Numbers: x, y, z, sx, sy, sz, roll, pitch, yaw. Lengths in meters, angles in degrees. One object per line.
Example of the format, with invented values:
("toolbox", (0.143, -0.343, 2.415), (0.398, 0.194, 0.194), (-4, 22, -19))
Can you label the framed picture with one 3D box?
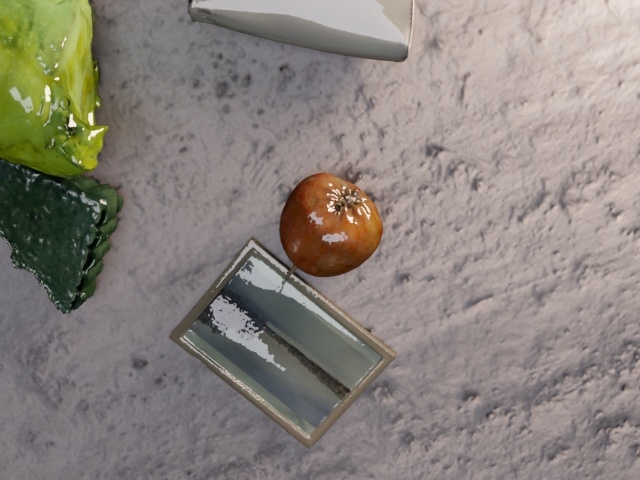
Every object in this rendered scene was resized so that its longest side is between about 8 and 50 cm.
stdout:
("framed picture", (-0.060, 0.163, 1.353), (0.289, 0.016, 0.213), (40, 103, -6))

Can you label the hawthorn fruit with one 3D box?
("hawthorn fruit", (0.002, -0.018, 1.259), (0.189, 0.149, 0.149), (-24, 105, 50))

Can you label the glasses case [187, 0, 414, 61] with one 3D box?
("glasses case", (-0.020, -0.332, 1.197), (0.308, 0.083, 0.128), (12, 98, 1))

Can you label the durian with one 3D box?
("durian", (-0.424, -0.239, 1.197), (0.339, 0.204, 0.256), (16, 83, 7))

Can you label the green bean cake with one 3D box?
("green bean cake", (-0.412, -0.018, 1.286), (0.208, 0.107, 0.193), (22, 107, -1))
